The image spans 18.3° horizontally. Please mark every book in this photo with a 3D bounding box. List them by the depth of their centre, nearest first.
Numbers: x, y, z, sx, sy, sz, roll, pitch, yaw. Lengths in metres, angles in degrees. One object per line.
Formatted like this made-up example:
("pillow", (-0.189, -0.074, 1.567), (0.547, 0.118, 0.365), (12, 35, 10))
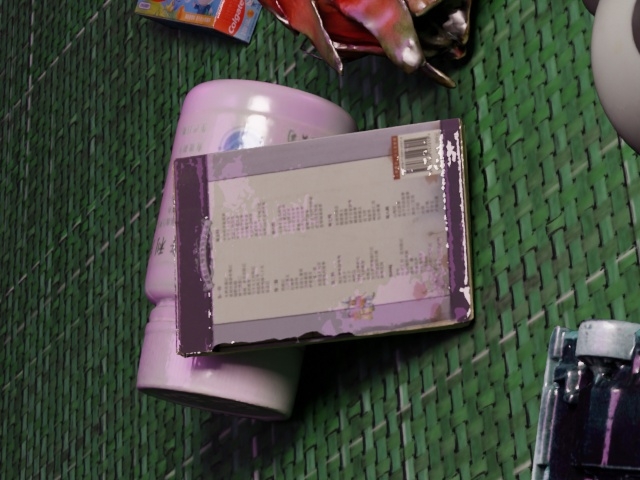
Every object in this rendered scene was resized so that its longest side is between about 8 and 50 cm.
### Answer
("book", (0.000, 0.000, 1.486), (0.231, 0.026, 0.157), (-7, 72, 17))

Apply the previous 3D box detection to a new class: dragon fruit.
("dragon fruit", (0.039, -0.225, 1.527), (0.274, 0.192, 0.193), (56, 174, 13))

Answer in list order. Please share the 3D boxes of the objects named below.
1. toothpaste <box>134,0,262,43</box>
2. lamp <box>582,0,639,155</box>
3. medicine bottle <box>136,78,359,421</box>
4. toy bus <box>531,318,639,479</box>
("toothpaste", (-0.116, -0.239, 1.928), (0.193, 0.044, 0.070), (20, 91, 60))
("lamp", (0.251, -0.080, 1.098), (0.198, 0.198, 0.244), (-22, 70, 53))
("medicine bottle", (-0.061, 0.010, 1.597), (0.152, 0.152, 0.254), (-10, 66, 57))
("toy bus", (0.232, 0.109, 1.054), (0.256, 0.147, 0.128), (-8, 72, 63))
